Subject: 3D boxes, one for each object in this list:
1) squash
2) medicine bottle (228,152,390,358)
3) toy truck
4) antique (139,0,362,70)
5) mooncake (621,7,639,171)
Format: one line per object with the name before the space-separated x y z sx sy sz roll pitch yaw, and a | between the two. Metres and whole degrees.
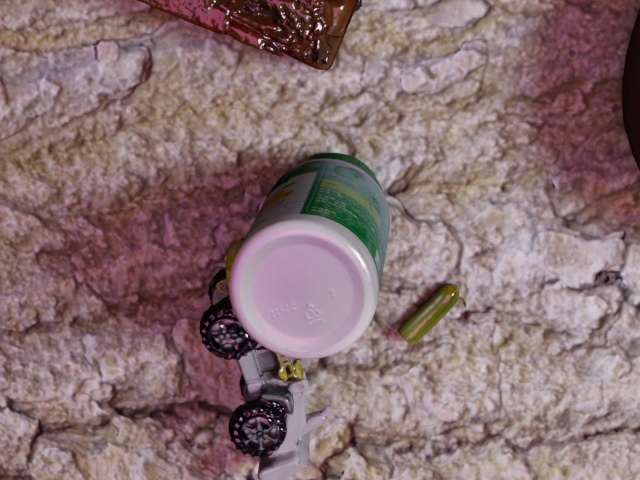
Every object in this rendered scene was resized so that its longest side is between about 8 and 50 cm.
squash | 0.123 0.079 1.189 0.027 0.027 0.083 42 107 -9
medicine bottle | 0.000 0.000 1.042 0.133 0.274 0.133 2 109 7
toy truck | -0.054 0.138 1.175 0.111 0.136 0.286 -12 110 6
antique | -0.114 -0.262 1.056 0.310 0.093 0.087 23 111 -3
mooncake | 0.439 -0.159 0.992 0.333 0.174 0.326 -30 107 12
